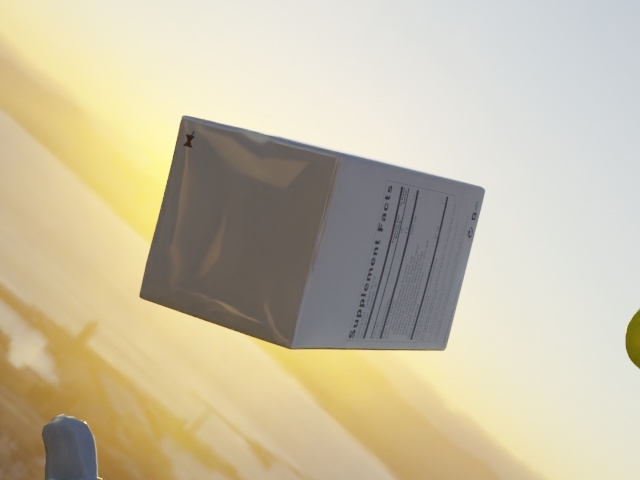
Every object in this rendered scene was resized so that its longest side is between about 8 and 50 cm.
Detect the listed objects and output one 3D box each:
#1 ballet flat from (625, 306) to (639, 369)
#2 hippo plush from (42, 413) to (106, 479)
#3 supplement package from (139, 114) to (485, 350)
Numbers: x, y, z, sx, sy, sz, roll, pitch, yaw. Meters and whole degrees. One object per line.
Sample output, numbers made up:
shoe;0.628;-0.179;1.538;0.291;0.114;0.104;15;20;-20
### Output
ballet flat;0.305;0.036;0.881;0.077;0.231;0.077;-104;175;-73
hippo plush;-0.085;0.215;0.590;0.294;0.234;0.236;10;9;-20
supplement package;0.000;0.000;1.337;0.177;0.175;0.293;17;5;32
